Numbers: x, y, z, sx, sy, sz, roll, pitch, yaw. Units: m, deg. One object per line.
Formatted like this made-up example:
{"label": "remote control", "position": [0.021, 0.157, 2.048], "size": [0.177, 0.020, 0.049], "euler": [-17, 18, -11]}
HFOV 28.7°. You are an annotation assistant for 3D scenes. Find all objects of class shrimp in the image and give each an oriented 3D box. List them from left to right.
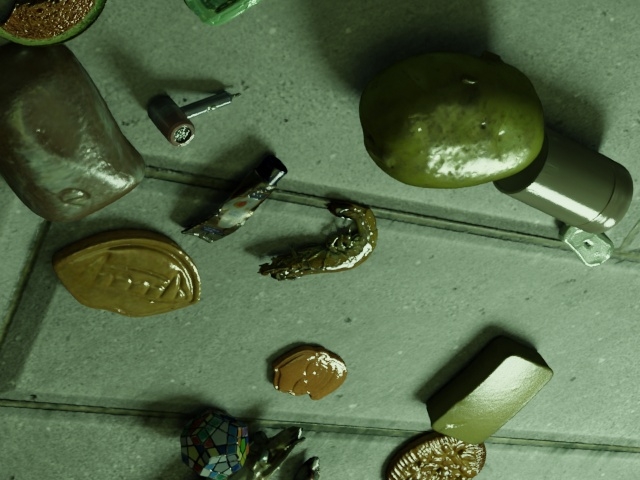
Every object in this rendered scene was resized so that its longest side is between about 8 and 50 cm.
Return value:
{"label": "shrimp", "position": [-0.103, 0.415, 2.062], "size": [0.247, 0.085, 0.360], "euler": [4, 134, -37]}
{"label": "shrimp", "position": [0.000, 0.001, 1.732], "size": [0.178, 0.034, 0.124], "euler": [-7, 131, -18]}

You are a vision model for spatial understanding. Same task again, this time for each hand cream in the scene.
{"label": "hand cream", "position": [-0.109, -0.048, 1.640], "size": [0.163, 0.039, 0.062], "euler": [-42, 149, 22]}

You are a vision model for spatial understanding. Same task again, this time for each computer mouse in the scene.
{"label": "computer mouse", "position": [0.396, -0.005, 1.887], "size": [0.056, 0.032, 0.110], "euler": [-40, 123, 16]}

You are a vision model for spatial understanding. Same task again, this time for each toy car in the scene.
{"label": "toy car", "position": [-0.071, -0.309, 1.391], "size": [0.186, 0.058, 0.093], "euler": [-30, 134, 8]}

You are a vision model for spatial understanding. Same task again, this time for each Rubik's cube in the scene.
{"label": "Rubik's cube", "position": [-0.162, 0.313, 1.922], "size": [0.111, 0.093, 0.111], "euler": [-13, 136, -13]}

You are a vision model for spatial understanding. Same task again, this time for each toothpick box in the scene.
{"label": "toothpick box", "position": [0.335, -0.085, 1.729], "size": [0.181, 0.111, 0.111], "euler": [21, 122, -34]}

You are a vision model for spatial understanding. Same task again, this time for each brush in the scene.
{"label": "brush", "position": [0.276, 0.248, 2.061], "size": [0.123, 0.059, 0.197], "euler": [27, 117, -35]}

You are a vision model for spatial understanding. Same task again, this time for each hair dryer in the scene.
{"label": "hair dryer", "position": [-0.145, -0.157, 1.512], "size": [0.114, 0.063, 0.037], "euler": [-23, 137, -21]}

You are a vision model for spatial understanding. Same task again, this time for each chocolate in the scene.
{"label": "chocolate", "position": [-0.314, -0.111, 1.463], "size": [0.161, 0.083, 0.261], "euler": [-29, 135, 4]}

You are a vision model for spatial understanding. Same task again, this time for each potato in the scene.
{"label": "potato", "position": [0.162, -0.153, 1.568], "size": [0.228, 0.148, 0.197], "euler": [-16, 149, -5]}

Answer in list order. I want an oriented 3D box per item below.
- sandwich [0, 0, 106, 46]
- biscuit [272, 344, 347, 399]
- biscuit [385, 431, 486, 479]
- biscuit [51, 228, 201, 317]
{"label": "sandwich", "position": [-0.292, -0.252, 1.376], "size": [0.135, 0.029, 0.067], "euler": [-24, 131, 2]}
{"label": "biscuit", "position": [-0.018, 0.205, 1.929], "size": [0.130, 0.019, 0.102], "euler": [25, 118, -37]}
{"label": "biscuit", "position": [0.204, 0.398, 2.197], "size": [0.188, 0.027, 0.188], "euler": [-11, 135, -11]}
{"label": "biscuit", "position": [-0.251, 0.045, 1.676], "size": [0.221, 0.029, 0.142], "euler": [21, 121, -35]}
